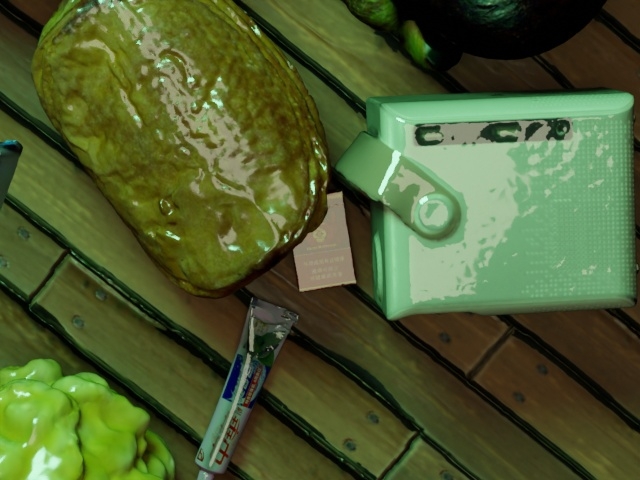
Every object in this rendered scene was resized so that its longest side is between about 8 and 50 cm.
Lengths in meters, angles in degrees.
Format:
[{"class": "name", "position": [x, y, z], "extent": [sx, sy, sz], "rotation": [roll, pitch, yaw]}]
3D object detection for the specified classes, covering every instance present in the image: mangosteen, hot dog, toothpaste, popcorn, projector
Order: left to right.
[{"class": "popcorn", "position": [-0.242, 0.229, 1.575], "extent": [0.242, 0.235, 0.250], "rotation": [27, 61, -14]}, {"class": "hot dog", "position": [-0.115, -0.092, 1.563], "extent": [0.196, 0.122, 0.272], "rotation": [-38, 91, 20]}, {"class": "toothpaste", "position": [-0.070, 0.134, 1.653], "extent": [0.045, 0.028, 0.170], "rotation": [22, 92, -10]}, {"class": "mangosteen", "position": [0.122, -0.245, 1.526], "extent": [0.243, 0.243, 0.243], "rotation": [0, 97, -1]}, {"class": "projector", "position": [0.133, -0.032, 1.571], "extent": [0.242, 0.163, 0.177], "rotation": [-2, 96, -5]}]

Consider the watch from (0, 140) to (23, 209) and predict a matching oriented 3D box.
[{"class": "watch", "position": [-0.323, 0.034, 1.526], "extent": [0.068, 0.276, 0.274], "rotation": [8, 97, -34]}]

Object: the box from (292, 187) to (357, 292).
[{"class": "box", "position": [0.000, 0.000, 1.639], "extent": [0.051, 0.023, 0.082], "rotation": [-9, 97, -1]}]
